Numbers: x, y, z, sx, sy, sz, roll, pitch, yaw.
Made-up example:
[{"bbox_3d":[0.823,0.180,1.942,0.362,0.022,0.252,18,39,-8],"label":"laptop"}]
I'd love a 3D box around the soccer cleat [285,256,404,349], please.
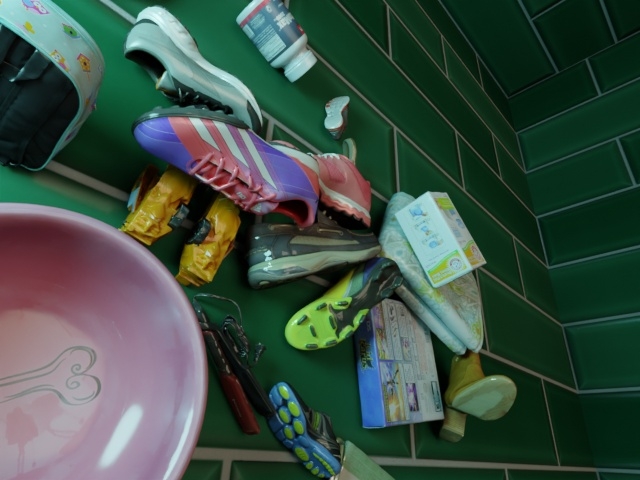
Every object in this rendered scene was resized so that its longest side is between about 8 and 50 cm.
[{"bbox_3d":[0.044,0.126,0.830,0.289,0.121,0.093,-31,100,-29],"label":"soccer cleat"}]

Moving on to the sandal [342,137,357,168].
[{"bbox_3d":[0.063,-0.168,1.018,0.049,0.072,0.180,-1,79,-19],"label":"sandal"}]

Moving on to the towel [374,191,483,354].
[{"bbox_3d":[0.293,0.076,1.087,0.374,0.090,0.320,46,32,-13],"label":"towel"}]

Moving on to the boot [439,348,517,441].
[{"bbox_3d":[0.367,0.332,0.991,0.104,0.295,0.211,24,42,6],"label":"boot"}]

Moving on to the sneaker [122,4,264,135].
[{"bbox_3d":[-0.220,-0.269,0.728,0.272,0.100,0.108,38,61,-27],"label":"sneaker"}]

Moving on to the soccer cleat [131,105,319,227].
[{"bbox_3d":[-0.117,-0.100,0.614,0.318,0.109,0.116,12,68,-47],"label":"soccer cleat"}]

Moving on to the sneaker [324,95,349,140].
[{"bbox_3d":[0.046,-0.324,1.093,0.064,0.061,0.157,68,30,-45],"label":"sneaker"}]

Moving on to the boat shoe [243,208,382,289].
[{"bbox_3d":[0.000,0.000,0.813,0.355,0.132,0.130,-8,79,-52],"label":"boat shoe"}]

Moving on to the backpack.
[{"bbox_3d":[-0.341,-0.193,0.464,0.166,0.188,0.144,39,47,-30],"label":"backpack"}]

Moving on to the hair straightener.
[{"bbox_3d":[-0.133,0.182,0.651,0.089,0.047,0.230,-29,91,-51],"label":"hair straightener"}]

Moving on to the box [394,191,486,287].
[{"bbox_3d":[0.287,-0.004,0.983,0.114,0.103,0.203,-6,67,-52],"label":"box"}]

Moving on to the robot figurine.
[{"bbox_3d":[-0.194,-0.084,0.666,0.211,0.085,0.290,41,47,-30],"label":"robot figurine"}]

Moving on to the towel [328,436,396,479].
[{"bbox_3d":[0.057,0.549,0.695,0.248,0.038,0.324,49,41,-22],"label":"towel"}]

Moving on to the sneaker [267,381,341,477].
[{"bbox_3d":[-0.026,0.315,0.698,0.188,0.067,0.078,56,19,-12],"label":"sneaker"}]

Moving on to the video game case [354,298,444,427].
[{"bbox_3d":[0.177,0.273,0.940,0.244,0.061,0.269,20,57,-44],"label":"video game case"}]

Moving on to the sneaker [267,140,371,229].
[{"bbox_3d":[0.001,-0.137,0.873,0.314,0.116,0.136,32,65,-41],"label":"sneaker"}]

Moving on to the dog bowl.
[{"bbox_3d":[-0.291,0.146,0.393,0.408,0.150,0.407,25,55,-40],"label":"dog bowl"}]

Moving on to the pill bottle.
[{"bbox_3d":[-0.094,-0.464,0.943,0.180,0.108,0.108,47,43,-24],"label":"pill bottle"}]
